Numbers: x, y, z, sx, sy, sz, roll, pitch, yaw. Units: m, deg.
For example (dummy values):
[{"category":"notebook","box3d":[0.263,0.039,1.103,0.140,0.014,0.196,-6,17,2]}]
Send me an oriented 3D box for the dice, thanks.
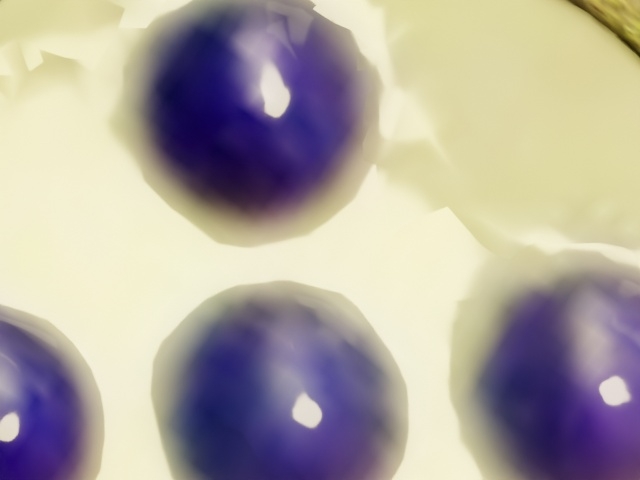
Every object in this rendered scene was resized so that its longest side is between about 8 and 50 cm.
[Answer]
[{"category":"dice","box3d":[0.002,0.067,0.532,0.251,0.243,0.259,41,176,12]}]
